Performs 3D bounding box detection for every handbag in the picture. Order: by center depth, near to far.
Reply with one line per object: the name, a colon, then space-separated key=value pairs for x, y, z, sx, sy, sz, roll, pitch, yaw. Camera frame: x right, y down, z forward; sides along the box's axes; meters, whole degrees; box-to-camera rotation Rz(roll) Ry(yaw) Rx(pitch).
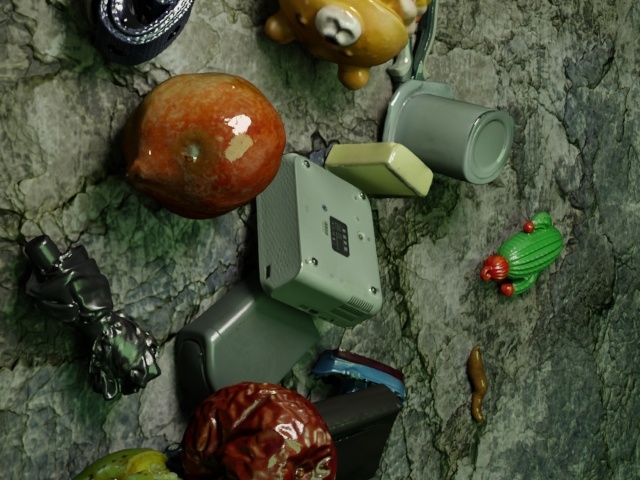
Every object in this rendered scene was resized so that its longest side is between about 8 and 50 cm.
handbag: x=0.018 y=0.366 z=1.662 sx=0.247 sy=0.080 sz=0.223 roll=-9 pitch=133 yaw=-34

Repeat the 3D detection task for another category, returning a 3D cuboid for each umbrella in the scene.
umbrella: x=-0.338 y=0.106 z=1.364 sx=0.122 sy=0.110 sz=0.272 roll=-44 pitch=116 yaw=-28

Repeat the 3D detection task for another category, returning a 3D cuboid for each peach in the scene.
peach: x=-0.183 y=-0.136 z=1.390 sx=0.256 sy=0.232 sz=0.232 roll=-41 pitch=119 yaw=-42

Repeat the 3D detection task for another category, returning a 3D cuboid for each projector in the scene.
projector: x=0.000 y=0.000 z=1.573 sx=0.198 sy=0.108 sz=0.250 roll=28 pitch=44 yaw=-39

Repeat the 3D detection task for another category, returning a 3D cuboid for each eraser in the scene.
eraser: x=0.104 y=-0.125 z=1.669 sx=0.117 sy=0.172 sz=0.058 roll=38 pitch=69 yaw=-36

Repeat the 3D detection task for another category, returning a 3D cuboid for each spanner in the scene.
spanner: x=0.176 y=-0.355 z=1.792 sx=0.095 sy=0.040 sz=0.325 roll=6 pitch=96 yaw=-40

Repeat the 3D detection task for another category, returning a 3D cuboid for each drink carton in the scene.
drink carton: x=0.241 y=-0.189 z=1.752 sx=0.191 sy=0.189 sz=0.185 roll=-2 pitch=112 yaw=-45

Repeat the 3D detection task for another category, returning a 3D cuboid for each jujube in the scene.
jujube: x=-0.089 y=0.314 z=1.390 sx=0.213 sy=0.232 sz=0.213 roll=-8 pitch=102 yaw=-45

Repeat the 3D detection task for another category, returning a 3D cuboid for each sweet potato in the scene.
sweet potato: x=0.339 y=0.305 z=1.999 sx=0.044 sy=0.044 sz=0.179 roll=-21 pitch=113 yaw=-37

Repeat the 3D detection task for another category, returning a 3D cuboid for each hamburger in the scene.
hamburger: x=0.042 y=-0.400 z=1.545 sx=0.276 sy=0.276 sz=0.237 roll=33 pitch=85 yaw=-38

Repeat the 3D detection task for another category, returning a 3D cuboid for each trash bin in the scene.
trash bin: x=-0.125 y=0.173 z=1.555 sx=0.236 sy=0.101 sz=0.177 roll=-43 pitch=118 yaw=-33

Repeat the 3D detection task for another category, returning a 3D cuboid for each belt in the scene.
belt: x=-0.253 y=-0.371 z=1.375 sx=0.139 sy=0.126 sz=0.230 roll=27 pitch=75 yaw=-10

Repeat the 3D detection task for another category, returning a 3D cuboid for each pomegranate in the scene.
pomegranate: x=-0.267 y=0.448 z=1.391 sx=0.236 sy=0.236 sz=0.302 roll=-53 pitch=146 yaw=-24

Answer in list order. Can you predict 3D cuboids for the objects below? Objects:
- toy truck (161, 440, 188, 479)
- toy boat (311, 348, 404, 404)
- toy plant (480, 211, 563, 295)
toy truck: x=-0.164 y=0.345 z=1.540 sx=0.201 sy=0.088 sz=0.074 roll=-26 pitch=112 yaw=-36
toy boat: x=0.081 y=0.272 z=1.734 sx=0.223 sy=0.100 sz=0.097 roll=26 pitch=68 yaw=-36
toy plant: x=0.439 y=0.044 z=2.032 sx=0.240 sy=0.088 sz=0.155 roll=-44 pitch=135 yaw=-21
